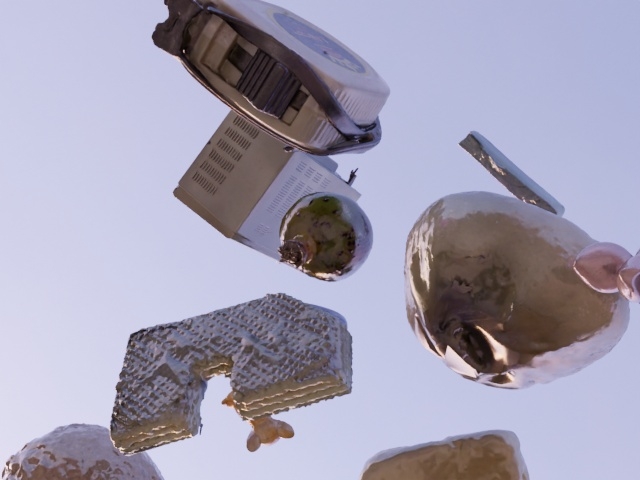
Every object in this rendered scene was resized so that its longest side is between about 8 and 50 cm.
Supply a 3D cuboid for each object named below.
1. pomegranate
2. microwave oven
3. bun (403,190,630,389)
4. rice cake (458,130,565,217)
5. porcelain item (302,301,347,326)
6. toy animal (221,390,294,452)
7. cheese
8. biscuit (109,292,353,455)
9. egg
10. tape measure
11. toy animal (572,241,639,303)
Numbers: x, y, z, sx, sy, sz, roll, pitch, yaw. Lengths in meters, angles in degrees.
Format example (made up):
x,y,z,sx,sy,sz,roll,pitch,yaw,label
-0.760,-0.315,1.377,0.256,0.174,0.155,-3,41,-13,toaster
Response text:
x,y,z,sx,sy,sz,roll,pitch,yaw,label
0.005,0.000,1.362,0.130,0.130,0.130,9,-68,25,pomegranate
-0.072,-0.079,1.574,0.145,0.240,0.194,35,-87,29,microwave oven
0.206,0.069,1.171,0.272,0.168,0.273,25,-28,14,bun
0.268,-0.089,1.482,0.180,0.042,0.030,44,-57,18,rice cake
-0.038,0.158,1.525,0.147,0.147,0.114,-1,-110,28,porcelain item
-0.076,0.215,1.272,0.083,0.060,0.081,55,-15,19,toy animal
0.174,0.369,1.525,0.262,0.093,0.159,-13,-102,15,cheese
-0.088,0.122,1.029,0.250,0.147,0.046,-16,-53,16,biscuit
-0.364,0.419,1.636,0.279,0.310,0.279,-22,-126,34,egg
-0.045,-0.192,1.280,0.231,0.271,0.133,42,-72,23,tape measure
0.343,0.041,1.019,0.124,0.212,0.124,168,-90,-71,toy animal
